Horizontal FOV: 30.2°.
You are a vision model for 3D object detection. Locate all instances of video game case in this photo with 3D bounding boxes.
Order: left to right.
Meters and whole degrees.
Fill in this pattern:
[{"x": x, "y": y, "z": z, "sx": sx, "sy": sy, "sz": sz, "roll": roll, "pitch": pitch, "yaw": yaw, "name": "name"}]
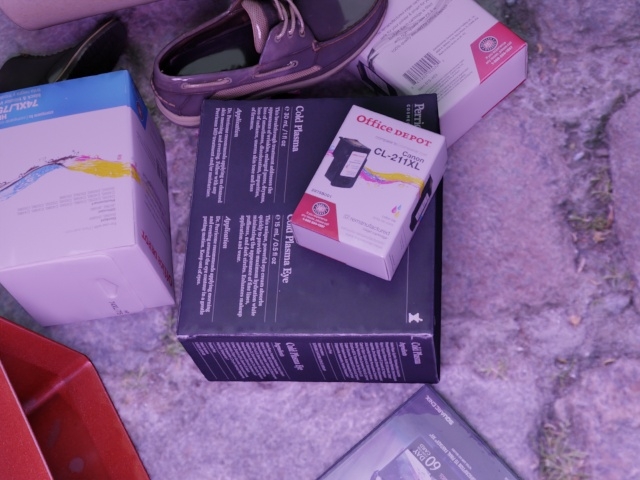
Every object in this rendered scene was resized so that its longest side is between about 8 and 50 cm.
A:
[{"x": 0.095, "y": 0.332, "z": 1.448, "sx": 0.274, "sy": 0.026, "sz": 0.196, "roll": -39, "pitch": 64, "yaw": -11, "name": "video game case"}]

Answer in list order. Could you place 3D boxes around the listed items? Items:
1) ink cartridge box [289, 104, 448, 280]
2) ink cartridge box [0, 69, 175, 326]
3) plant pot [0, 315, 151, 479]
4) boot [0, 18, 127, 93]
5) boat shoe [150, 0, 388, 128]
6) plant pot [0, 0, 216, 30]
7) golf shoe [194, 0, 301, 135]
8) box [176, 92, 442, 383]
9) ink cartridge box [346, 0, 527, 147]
[{"x": 0.060, "y": -0.060, "z": 1.418, "sx": 0.128, "sy": 0.072, "sz": 0.175, "roll": 21, "pitch": 70, "yaw": 18, "name": "ink cartridge box"}, {"x": -0.320, "y": -0.052, "z": 1.606, "sx": 0.197, "sy": 0.198, "sz": 0.270, "roll": -10, "pitch": 63, "yaw": 4, "name": "ink cartridge box"}, {"x": -0.386, "y": 0.281, "z": 1.438, "sx": 0.236, "sy": 0.267, "sz": 0.267, "roll": -35, "pitch": 63, "yaw": 6, "name": "plant pot"}, {"x": -0.402, "y": -0.278, "z": 1.803, "sx": 0.137, "sy": 0.077, "sz": 0.198, "roll": 30, "pitch": 71, "yaw": 27, "name": "boot"}, {"x": -0.066, "y": -0.270, "z": 1.600, "sx": 0.355, "sy": 0.130, "sz": 0.132, "roll": -31, "pitch": 74, "yaw": -4, "name": "boat shoe"}, {"x": -0.343, "y": -0.464, "z": 1.769, "sx": 0.306, "sy": 0.334, "sz": 0.333, "roll": -19, "pitch": 62, "yaw": 13, "name": "plant pot"}, {"x": -0.081, "y": -0.268, "z": 1.732, "sx": 0.140, "sy": 0.115, "sz": 0.306, "roll": 16, "pitch": 76, "yaw": 7, "name": "golf shoe"}, {"x": 0.000, "y": 0.000, "z": 1.538, "sx": 0.313, "sy": 0.179, "sz": 0.343, "roll": 0, "pitch": 65, "yaw": 10, "name": "box"}, {"x": 0.150, "y": -0.271, "z": 1.688, "sx": 0.172, "sy": 0.100, "sz": 0.237, "roll": -41, "pitch": 65, "yaw": -10, "name": "ink cartridge box"}]
